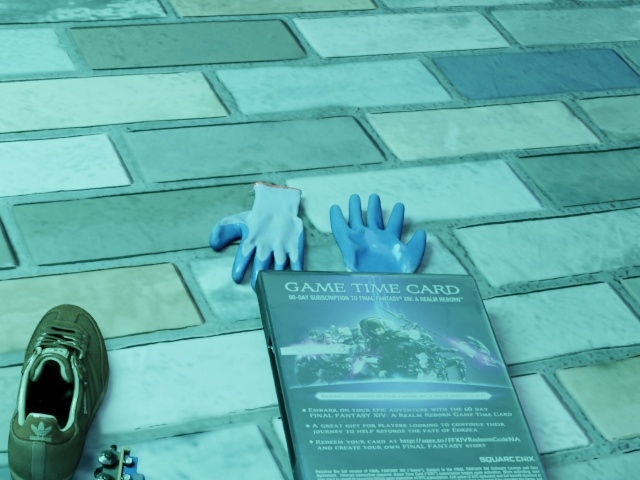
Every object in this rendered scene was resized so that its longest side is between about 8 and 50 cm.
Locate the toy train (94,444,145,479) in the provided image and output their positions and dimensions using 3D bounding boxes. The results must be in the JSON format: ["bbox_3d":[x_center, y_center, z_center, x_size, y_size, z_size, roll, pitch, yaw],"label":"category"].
[{"bbox_3d":[-0.140,0.200,0.952,0.036,0.027,0.158,10,37,-11],"label":"toy train"}]

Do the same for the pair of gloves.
[{"bbox_3d":[0.000,0.000,1.265,0.198,0.023,0.159,11,36,-4],"label":"pair of gloves"}]

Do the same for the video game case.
[{"bbox_3d":[0.063,0.126,1.102,0.196,0.026,0.274,2,41,-15],"label":"video game case"}]

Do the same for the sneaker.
[{"bbox_3d":[-0.189,0.099,1.033,0.066,0.071,0.188,7,37,-9],"label":"sneaker"}]
